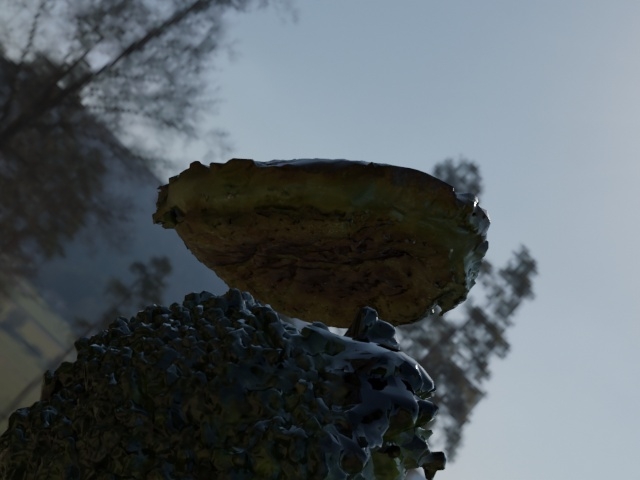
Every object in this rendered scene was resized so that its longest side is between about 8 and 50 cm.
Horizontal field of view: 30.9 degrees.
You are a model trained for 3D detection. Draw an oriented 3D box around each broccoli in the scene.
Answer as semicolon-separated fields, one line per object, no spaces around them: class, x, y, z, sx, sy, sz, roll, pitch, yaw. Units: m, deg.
broccoli;-0.029;0.158;0.595;0.263;0.247;0.243;25;-46;47

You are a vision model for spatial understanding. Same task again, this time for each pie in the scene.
pie;0.000;0.000;1.179;0.355;0.102;0.288;-4;-26;30
